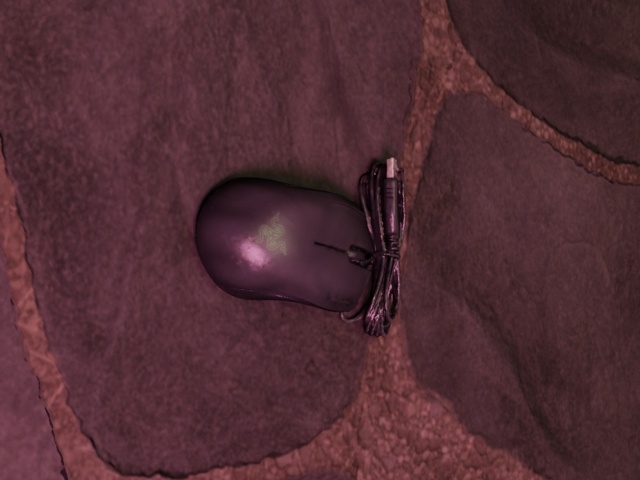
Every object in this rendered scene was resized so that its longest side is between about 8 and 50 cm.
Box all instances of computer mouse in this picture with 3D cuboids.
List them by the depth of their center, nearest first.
[{"bbox_3d":[0.000,0.000,1.354,0.272,0.072,0.189,6,86,-43],"label":"computer mouse"}]
